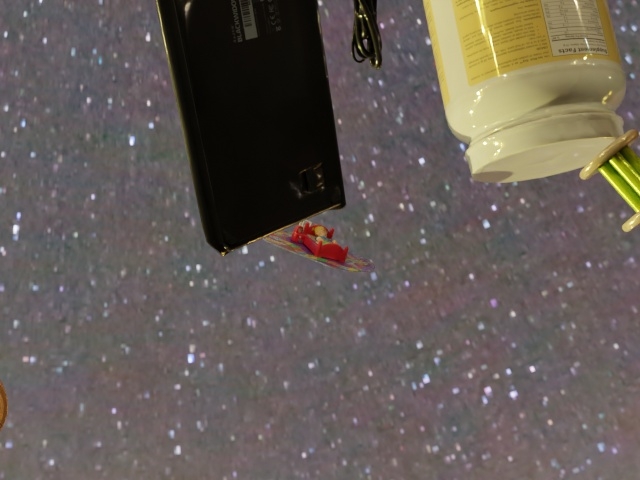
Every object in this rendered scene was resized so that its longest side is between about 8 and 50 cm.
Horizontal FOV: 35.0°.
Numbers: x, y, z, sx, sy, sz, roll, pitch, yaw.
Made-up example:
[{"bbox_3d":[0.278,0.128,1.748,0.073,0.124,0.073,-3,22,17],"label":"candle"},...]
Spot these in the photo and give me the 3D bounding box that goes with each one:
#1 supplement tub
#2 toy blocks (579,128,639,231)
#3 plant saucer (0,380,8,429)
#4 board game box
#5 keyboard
[{"bbox_3d":[0.270,-0.263,1.359,0.241,0.331,0.241,-10,-9,-2],"label":"supplement tub"},{"bbox_3d":[0.276,-0.030,0.716,0.123,0.148,0.054,-45,-14,27],"label":"toy blocks"},{"bbox_3d":[-0.254,0.117,0.685,0.084,0.013,0.083,-11,-61,-21],"label":"plant saucer"},{"bbox_3d":[0.000,0.000,1.446,0.133,0.169,0.033,-7,-64,-64],"label":"board game box"},{"bbox_3d":[-0.029,-0.166,0.663,0.202,0.033,0.317,-23,-67,-40],"label":"keyboard"}]
